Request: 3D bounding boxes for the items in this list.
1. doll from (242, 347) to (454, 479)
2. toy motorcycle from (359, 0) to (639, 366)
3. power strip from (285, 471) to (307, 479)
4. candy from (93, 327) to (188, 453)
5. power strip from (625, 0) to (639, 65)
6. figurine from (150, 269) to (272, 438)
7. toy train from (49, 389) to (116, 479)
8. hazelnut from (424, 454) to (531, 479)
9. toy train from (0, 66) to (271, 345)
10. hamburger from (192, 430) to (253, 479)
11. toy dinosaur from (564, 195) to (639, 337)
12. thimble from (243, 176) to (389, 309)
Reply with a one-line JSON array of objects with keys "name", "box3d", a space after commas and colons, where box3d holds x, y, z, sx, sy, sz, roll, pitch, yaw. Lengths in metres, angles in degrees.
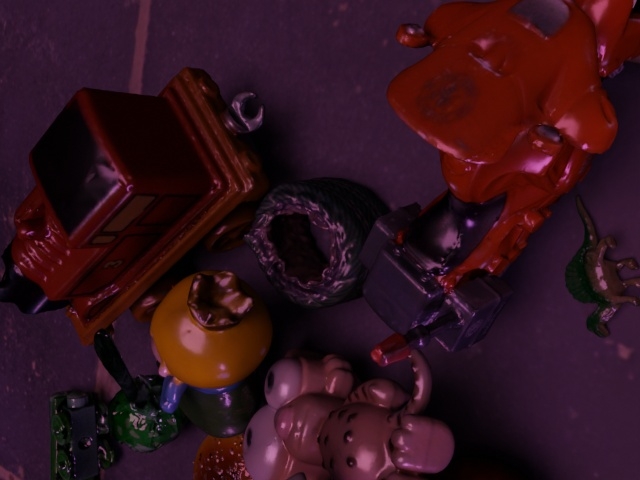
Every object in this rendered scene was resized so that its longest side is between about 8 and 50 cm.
[{"name": "doll", "box3d": [0.020, 0.173, 0.644, 0.278, 0.119, 0.154, -21, 56, 61]}, {"name": "toy motorcycle", "box3d": [0.119, -0.046, 0.513, 0.148, 0.221, 0.326, 48, 134, 29]}, {"name": "power strip", "box3d": [0.020, 0.356, 0.624, 0.091, 0.062, 0.385, -125, 16, -54]}, {"name": "candy", "box3d": [-0.198, 0.158, 0.757, 0.097, 0.097, 0.323, 50, 160, 19]}, {"name": "power strip", "box3d": [0.302, -0.161, 0.512, 0.387, 0.066, 0.092, 21, 107, 28]}, {"name": "figurine", "box3d": [-0.118, 0.085, 0.722, 0.127, 0.234, 0.185, -18, 53, -8]}, {"name": "toy train", "box3d": [-0.337, 0.325, 0.967, 0.119, 0.085, 0.252, 1, 91, 49]}, {"name": "hazelnut", "box3d": [0.120, 0.286, 0.606, 0.178, 0.178, 0.204, 29, 106, 28]}, {"name": "toy train", "box3d": [-0.204, -0.035, 0.753, 0.369, 0.231, 0.163, -40, 70, 28]}, {"name": "hamburger", "box3d": [-0.086, 0.274, 0.790, 0.126, 0.081, 0.141, -21, 82, 33]}, {"name": "toy dinosaur", "box3d": [0.229, 0.022, 0.597, 0.060, 0.029, 0.120, -31, 77, 43]}, {"name": "thimble", "box3d": [0.002, 0.000, 0.704, 0.135, 0.090, 0.119, 42, 117, 24]}]
